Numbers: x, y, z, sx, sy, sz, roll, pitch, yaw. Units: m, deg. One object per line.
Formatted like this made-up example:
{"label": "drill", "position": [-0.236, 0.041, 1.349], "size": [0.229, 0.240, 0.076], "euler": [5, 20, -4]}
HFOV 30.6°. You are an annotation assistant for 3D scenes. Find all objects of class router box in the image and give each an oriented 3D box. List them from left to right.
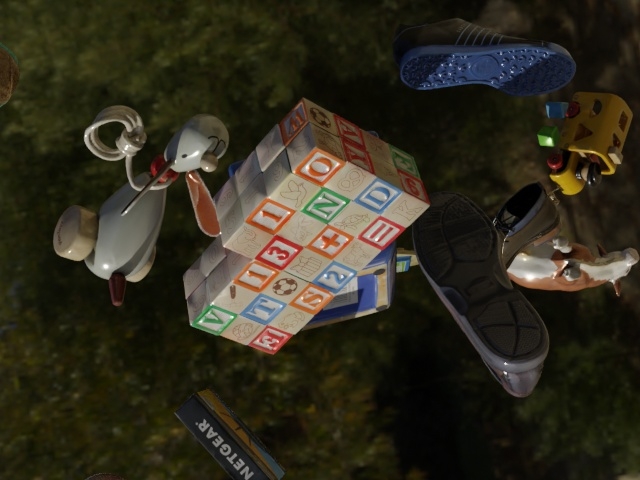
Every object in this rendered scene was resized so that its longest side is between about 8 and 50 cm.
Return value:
{"label": "router box", "position": [-0.132, 0.304, 1.760], "size": [0.179, 0.046, 0.133], "euler": [46, -177, 6]}

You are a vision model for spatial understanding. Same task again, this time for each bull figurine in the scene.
{"label": "bull figurine", "position": [0.417, 0.037, 2.139], "size": [0.188, 0.310, 0.101], "euler": [29, -114, -66]}

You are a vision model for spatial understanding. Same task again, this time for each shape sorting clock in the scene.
{"label": "shape sorting clock", "position": [0.088, 0.034, 2.065], "size": [0.206, 0.206, 0.040], "euler": [23, -121, -74]}

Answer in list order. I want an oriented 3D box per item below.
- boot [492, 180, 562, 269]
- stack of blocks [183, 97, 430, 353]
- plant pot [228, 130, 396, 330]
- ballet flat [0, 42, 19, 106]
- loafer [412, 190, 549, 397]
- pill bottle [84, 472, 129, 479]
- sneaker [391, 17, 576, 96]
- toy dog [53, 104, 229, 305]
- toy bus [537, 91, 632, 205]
{"label": "boot", "position": [0.284, -0.011, 1.883], "size": [0.082, 0.219, 0.106], "euler": [50, 171, 41]}
{"label": "stack of blocks", "position": [-0.039, -0.007, 1.367], "size": [0.171, 0.297, 0.087], "euler": [24, -145, -33]}
{"label": "plant pot", "position": [0.000, 0.000, 1.776], "size": [0.236, 0.236, 0.212], "euler": [85, 171, -62]}
{"label": "ballet flat", "position": [-0.508, -0.253, 1.352], "size": [0.342, 0.116, 0.124], "euler": [40, -133, -27]}
{"label": "loafer", "position": [0.190, 0.065, 1.448], "size": [0.095, 0.109, 0.302], "euler": [79, 171, -45]}
{"label": "pill bottle", "position": [-0.265, 0.339, 1.475], "size": [0.152, 0.086, 0.086], "euler": [-8, 94, 65]}
{"label": "sneaker", "position": [0.205, -0.240, 1.484], "size": [0.081, 0.232, 0.090], "euler": [103, 164, -45]}
{"label": "toy dog", "position": [-0.258, -0.030, 1.741], "size": [0.334, 0.220, 0.161], "euler": [-61, 39, 41]}
{"label": "toy bus", "position": [0.469, -0.156, 2.023], "size": [0.191, 0.104, 0.202], "euler": [-30, -60, -45]}
